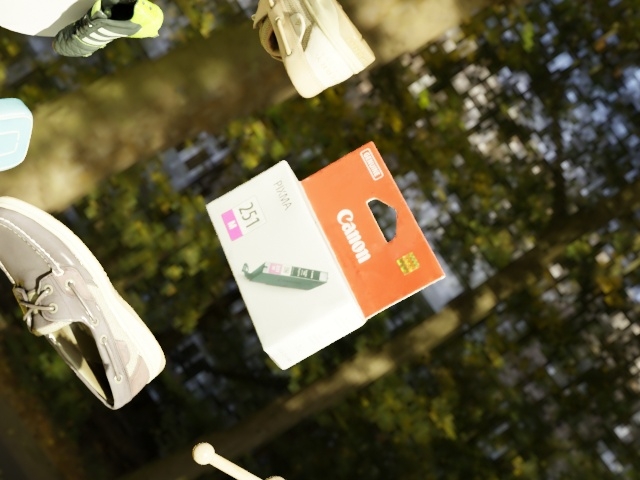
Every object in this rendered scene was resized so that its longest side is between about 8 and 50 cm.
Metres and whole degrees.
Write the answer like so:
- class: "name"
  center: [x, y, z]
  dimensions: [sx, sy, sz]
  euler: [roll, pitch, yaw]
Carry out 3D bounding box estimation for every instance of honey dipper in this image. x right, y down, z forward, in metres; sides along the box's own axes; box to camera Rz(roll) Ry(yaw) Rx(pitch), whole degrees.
- class: "honey dipper"
  center: [-0.065, 0.206, 1.216]
  dimensions: [0.030, 0.030, 0.160]
  euler: [48, 5, 40]

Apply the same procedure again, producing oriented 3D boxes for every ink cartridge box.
- class: "ink cartridge box"
  center: [0.000, 0.000, 1.810]
  dimensions: [0.060, 0.239, 0.275]
  euler: [53, 8, -48]

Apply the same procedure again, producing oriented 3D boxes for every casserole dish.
- class: "casserole dish"
  center: [-0.485, -0.145, 2.045]
  dimensions: [0.037, 0.188, 0.114]
  euler: [28, -65, 25]

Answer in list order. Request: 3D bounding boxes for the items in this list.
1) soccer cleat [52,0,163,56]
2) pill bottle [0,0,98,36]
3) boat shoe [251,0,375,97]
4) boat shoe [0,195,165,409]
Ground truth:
- class: "soccer cleat"
  center: [-0.294, -0.292, 1.879]
  dimensions: [0.072, 0.178, 0.060]
  euler: [42, 46, -50]
- class: "pill bottle"
  center: [-0.384, -0.506, 1.980]
  dimensions: [0.229, 0.229, 0.408]
  euler: [76, 12, -66]
- class: "boat shoe"
  center: [-0.037, -0.290, 1.779]
  dimensions: [0.122, 0.110, 0.341]
  euler: [49, 8, -32]
- class: "boat shoe"
  center: [-0.295, 0.075, 1.606]
  dimensions: [0.102, 0.092, 0.285]
  euler: [-18, -62, 42]
